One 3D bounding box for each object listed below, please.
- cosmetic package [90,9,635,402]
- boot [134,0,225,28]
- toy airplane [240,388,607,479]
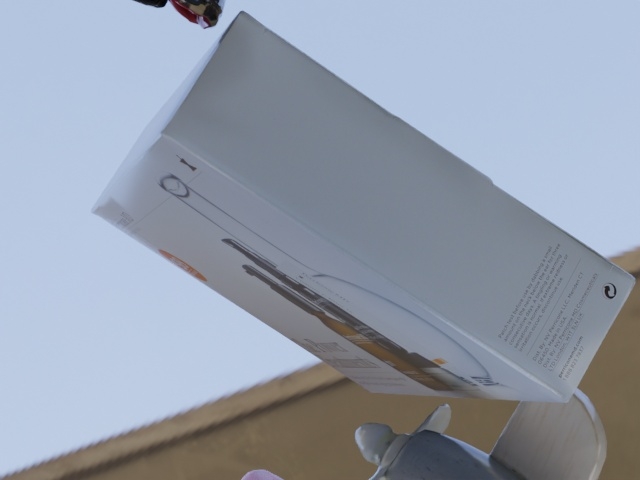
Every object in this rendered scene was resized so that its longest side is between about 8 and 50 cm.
[{"bbox_3d":[0.000,0.000,0.927,0.284,0.377,0.097,35,-103,-9],"label":"cosmetic package"},{"bbox_3d":[-0.020,-0.258,0.780,0.284,0.377,0.138,-65,-160,-2],"label":"boot"},{"bbox_3d":[0.045,0.316,0.911,0.384,0.272,0.386,-24,-120,42],"label":"toy airplane"}]
